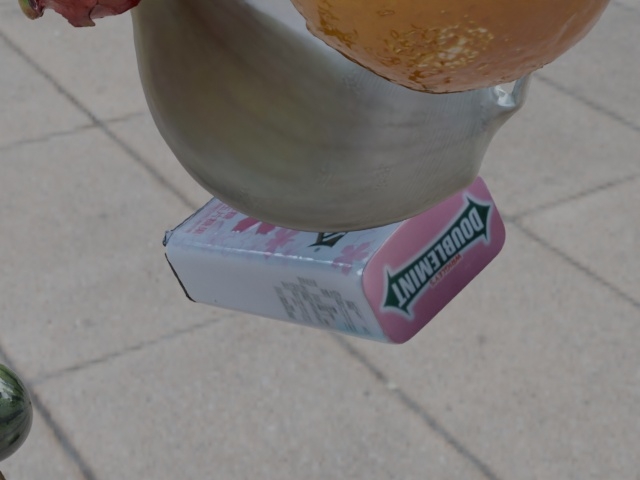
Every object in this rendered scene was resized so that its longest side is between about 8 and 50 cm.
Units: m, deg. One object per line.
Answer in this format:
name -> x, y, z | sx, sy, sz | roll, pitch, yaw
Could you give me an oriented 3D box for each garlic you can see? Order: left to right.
garlic -> 0.008, -0.142, 1.082 | 0.340, 0.246, 0.231 | 14, 19, 7

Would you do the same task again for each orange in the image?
orange -> 0.051, -0.157, 0.599 | 0.161, 0.193, 0.193 | -30, 19, 28

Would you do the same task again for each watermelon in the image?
watermelon -> -0.341, 0.164, 1.249 | 0.133, 0.105, 0.105 | -1, 31, 4

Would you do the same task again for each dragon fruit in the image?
dragon fruit -> -0.160, -0.183, 0.913 | 0.112, 0.068, 0.126 | 2, 12, 10

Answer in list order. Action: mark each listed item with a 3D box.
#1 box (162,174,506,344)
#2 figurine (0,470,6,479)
box -> 0.000, 0.000, 1.399 | 0.190, 0.112, 0.370 | -40, 28, -29
figurine -> -0.324, 0.254, 1.058 | 0.143, 0.143, 0.271 | 0, 9, 2
